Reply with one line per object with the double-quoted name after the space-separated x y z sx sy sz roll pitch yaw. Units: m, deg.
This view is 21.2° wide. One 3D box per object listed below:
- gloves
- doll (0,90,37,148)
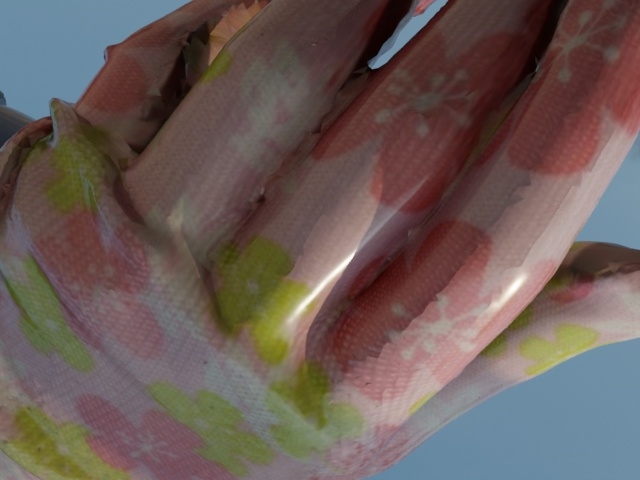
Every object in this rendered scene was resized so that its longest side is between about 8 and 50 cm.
-0.006 0.003 0.451 0.145 0.241 0.126 55 -145 4 "gloves"
-0.212 0.045 0.940 0.240 0.310 0.284 -4 -107 8 "doll"
